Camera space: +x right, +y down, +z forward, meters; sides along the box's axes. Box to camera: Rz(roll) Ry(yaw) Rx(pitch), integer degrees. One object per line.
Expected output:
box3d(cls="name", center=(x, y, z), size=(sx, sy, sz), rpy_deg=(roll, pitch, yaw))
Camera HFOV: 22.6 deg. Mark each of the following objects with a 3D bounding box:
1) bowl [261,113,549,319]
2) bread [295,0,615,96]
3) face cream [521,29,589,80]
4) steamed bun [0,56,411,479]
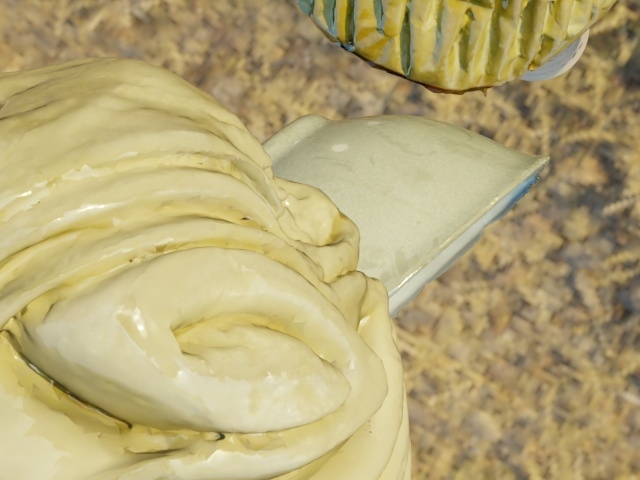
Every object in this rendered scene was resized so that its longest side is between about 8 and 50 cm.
box3d(cls="bowl", center=(0.000, 0.000, 1.134), size=(0.146, 0.313, 0.313), rpy_deg=(47, 155, 6))
box3d(cls="bread", center=(0.099, -0.225, 1.004), size=(0.227, 0.253, 0.142), rpy_deg=(31, 152, 18))
box3d(cls="face cream", center=(0.169, -0.177, 1.285), size=(0.092, 0.092, 0.311), rpy_deg=(28, -176, 10))
box3d(cls="steamed bun", center=(-0.092, 0.074, 0.740), size=(0.203, 0.276, 0.289), rpy_deg=(-113, 14, -68))
